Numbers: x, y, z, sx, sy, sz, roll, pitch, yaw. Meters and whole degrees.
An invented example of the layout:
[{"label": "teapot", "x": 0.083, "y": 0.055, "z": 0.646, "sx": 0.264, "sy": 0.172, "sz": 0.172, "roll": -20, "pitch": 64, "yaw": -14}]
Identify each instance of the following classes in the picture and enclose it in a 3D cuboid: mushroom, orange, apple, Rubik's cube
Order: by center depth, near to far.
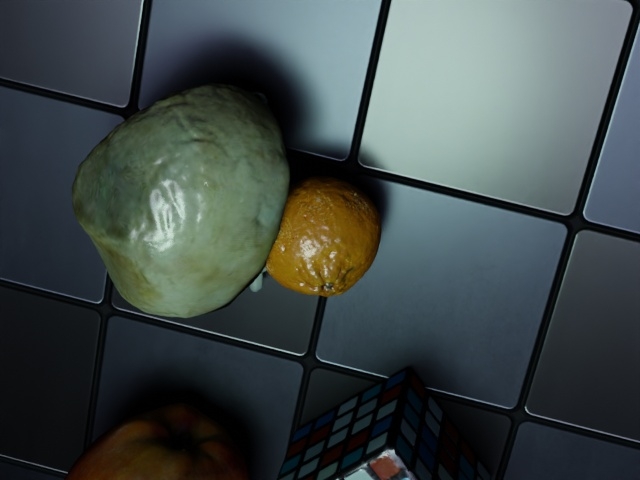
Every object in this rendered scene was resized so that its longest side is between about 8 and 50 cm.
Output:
[{"label": "mushroom", "x": -0.159, "y": -0.029, "z": 1.415, "sx": 0.267, "sy": 0.164, "sz": 0.190, "roll": -35, "pitch": 69, "yaw": 35}, {"label": "orange", "x": 0.002, "y": 0.000, "z": 1.465, "sx": 0.135, "sy": 0.135, "sz": 0.118, "roll": -40, "pitch": 66, "yaw": 23}, {"label": "Rubik's cube", "x": 0.071, "y": 0.289, "z": 1.550, "sx": 0.184, "sy": 0.187, "sz": 0.182, "roll": -34, "pitch": 103, "yaw": 20}, {"label": "apple", "x": -0.196, "y": 0.310, "z": 1.594, "sx": 0.233, "sy": 0.234, "sz": 0.234, "roll": 4, "pitch": 114, "yaw": 9}]

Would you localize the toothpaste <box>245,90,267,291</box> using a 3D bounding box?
[{"label": "toothpaste", "x": -0.080, "y": -0.053, "z": 1.510, "sx": 0.060, "sy": 0.038, "sz": 0.234, "roll": -1, "pitch": 111, "yaw": 8}]
